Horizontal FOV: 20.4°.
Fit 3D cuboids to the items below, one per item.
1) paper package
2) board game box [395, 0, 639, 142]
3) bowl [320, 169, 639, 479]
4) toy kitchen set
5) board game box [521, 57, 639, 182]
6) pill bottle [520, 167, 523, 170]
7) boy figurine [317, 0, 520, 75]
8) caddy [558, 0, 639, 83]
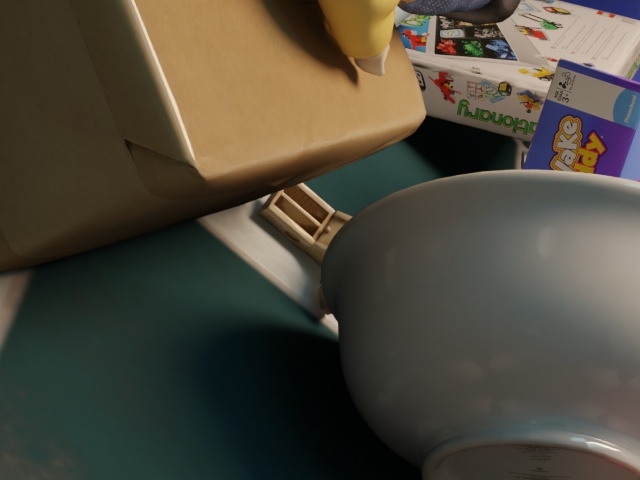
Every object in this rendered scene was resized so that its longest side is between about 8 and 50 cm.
[{"bbox_3d":[-0.112,-0.162,1.035,0.325,0.168,0.309,-22,90,-62],"label":"paper package"},{"bbox_3d":[0.171,-0.161,1.567,0.193,0.053,0.305,16,23,14],"label":"board game box"},{"bbox_3d":[0.139,0.090,1.071,0.298,0.298,0.134,29,55,-33],"label":"bowl"},{"bbox_3d":[0.000,0.000,1.184,0.075,0.083,0.068,41,68,-13],"label":"toy kitchen set"},{"bbox_3d":[0.264,0.005,1.376,0.078,0.233,0.347,24,10,36],"label":"board game box"},{"bbox_3d":[0.243,-0.023,1.512,0.121,0.121,0.221,55,28,16],"label":"pill bottle"},{"bbox_3d":[0.029,-0.186,1.026,0.092,0.177,0.285,10,5,32],"label":"boy figurine"},{"bbox_3d":[0.377,-0.244,1.967,0.241,0.179,0.341,6,42,-20],"label":"caddy"}]
